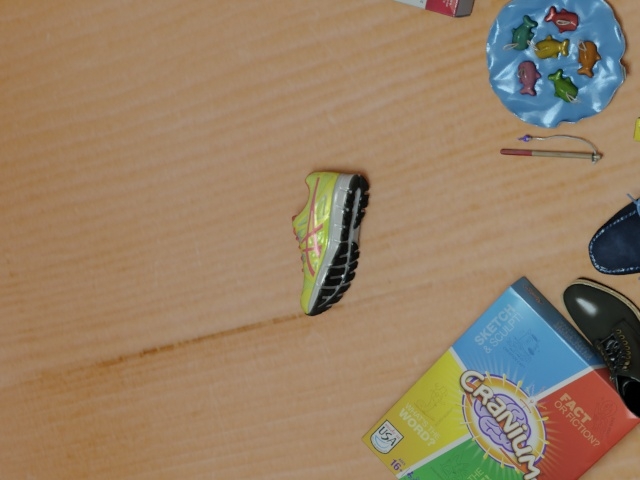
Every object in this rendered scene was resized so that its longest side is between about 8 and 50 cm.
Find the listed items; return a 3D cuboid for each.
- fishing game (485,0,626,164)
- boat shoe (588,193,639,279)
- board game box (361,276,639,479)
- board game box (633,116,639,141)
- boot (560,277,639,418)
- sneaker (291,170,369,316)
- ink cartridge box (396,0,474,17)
[{"bbox_3d":[0.293,-0.229,1.872,0.189,0.041,0.264,6,103,26],"label":"fishing game"},{"bbox_3d":[0.438,-0.030,1.816,0.258,0.089,0.109,-30,87,26],"label":"boat shoe"},{"bbox_3d":[0.242,0.242,1.973,0.242,0.064,0.316,45,115,10],"label":"board game box"},{"bbox_3d":[0.510,-0.122,1.745,0.259,0.124,0.039,11,104,22],"label":"board game box"},{"bbox_3d":[0.369,0.134,1.853,0.198,0.137,0.077,43,114,12],"label":"boot"},{"bbox_3d":[0.000,0.000,2.036,0.094,0.081,0.208,19,101,28],"label":"sneaker"},{"bbox_3d":[0.117,-0.368,1.906,0.175,0.072,0.127,18,108,20],"label":"ink cartridge box"}]
